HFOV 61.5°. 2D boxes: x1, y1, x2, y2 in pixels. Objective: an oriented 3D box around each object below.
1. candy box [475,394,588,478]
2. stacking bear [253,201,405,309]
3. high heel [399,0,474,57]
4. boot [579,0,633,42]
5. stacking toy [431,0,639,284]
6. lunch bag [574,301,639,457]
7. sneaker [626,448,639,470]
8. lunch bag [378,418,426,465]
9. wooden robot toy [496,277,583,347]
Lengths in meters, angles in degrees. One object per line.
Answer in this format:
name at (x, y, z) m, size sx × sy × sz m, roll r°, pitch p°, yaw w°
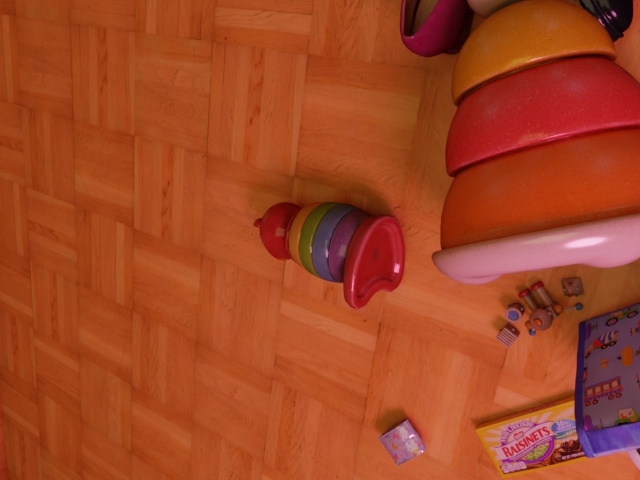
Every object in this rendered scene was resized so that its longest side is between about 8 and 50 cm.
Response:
candy box at (0.393, 0.355, 0.966) m, size 0.206 × 0.027 × 0.105 m, roll -34°, pitch 80°, yaw 34°
stacking bear at (0.000, 0.000, 1.054) m, size 0.289 × 0.175 × 0.164 m, roll 16°, pitch 113°, yaw 36°
high heel at (0.190, -0.467, 0.788) m, size 0.127 × 0.181 × 0.377 m, roll 8°, pitch 107°, yaw 31°
boot at (0.421, -0.420, 0.703) m, size 0.207 × 0.094 × 0.246 m, roll -27°, pitch 81°, yaw 38°
stacking toy at (0.294, -0.196, 0.738) m, size 0.351 × 0.351 × 0.479 m, roll -13°, pitch 84°, yaw 34°
lunch bag at (0.462, 0.178, 0.713) m, size 0.221 × 0.293 × 0.138 m, roll -30°, pitch 85°, yaw 35°
sneaker at (0.583, 0.368, 0.815) m, size 0.217 × 0.079 × 0.121 m, roll 52°, pitch 125°, yaw 13°
lunch bag at (0.174, 0.411, 1.106) m, size 0.071 × 0.053 × 0.083 m, roll 52°, pitch 133°, yaw 13°
wooden robot toy at (0.356, 0.122, 0.897) m, size 0.173 × 0.079 × 0.076 m, roll -42°, pitch 79°, yaw 33°
